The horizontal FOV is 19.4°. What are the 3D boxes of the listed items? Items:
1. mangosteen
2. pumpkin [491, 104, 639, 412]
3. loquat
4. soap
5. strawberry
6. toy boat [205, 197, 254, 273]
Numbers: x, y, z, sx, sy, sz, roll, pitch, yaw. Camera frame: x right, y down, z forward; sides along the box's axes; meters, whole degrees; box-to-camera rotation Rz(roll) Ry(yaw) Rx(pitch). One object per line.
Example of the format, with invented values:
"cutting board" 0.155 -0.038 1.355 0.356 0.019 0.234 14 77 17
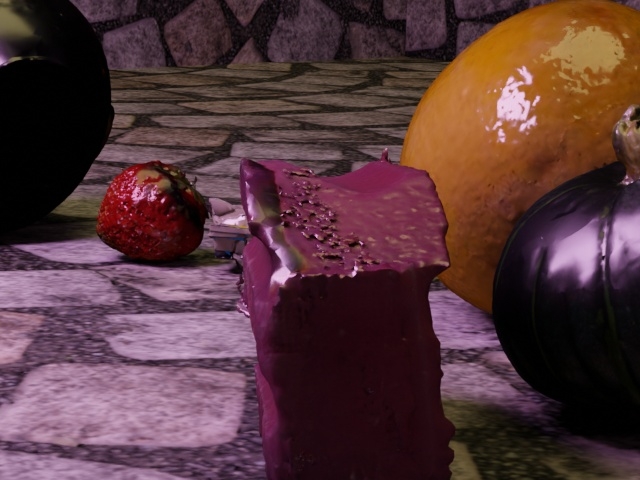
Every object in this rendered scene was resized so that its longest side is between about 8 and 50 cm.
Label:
"mangosteen" -0.322 -0.119 1.819 0.288 0.287 0.233 -5 22 -36
"pumpkin" 0.232 0.017 1.202 0.250 0.216 0.250 -22 3 1
"loquat" 0.201 -0.048 1.476 0.275 0.274 0.275 2 10 0
"soap" 0.006 0.038 1.115 0.112 0.182 0.289 0 5 -6
"strawberry" -0.155 -0.021 1.702 0.106 0.106 0.106 2 10 0
"toy boat" 0.000 0.000 1.662 0.210 0.066 0.084 4 11 7
